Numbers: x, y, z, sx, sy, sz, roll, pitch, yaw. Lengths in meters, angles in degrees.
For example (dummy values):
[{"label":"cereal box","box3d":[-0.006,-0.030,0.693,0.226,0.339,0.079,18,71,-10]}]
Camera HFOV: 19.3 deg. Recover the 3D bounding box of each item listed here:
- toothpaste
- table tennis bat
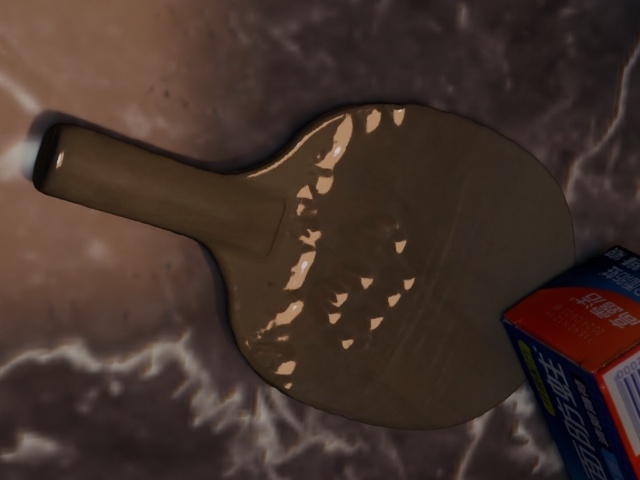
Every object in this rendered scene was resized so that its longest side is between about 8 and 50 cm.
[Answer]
[{"label":"toothpaste","box3d":[0.174,0.155,0.809,0.066,0.076,0.320,-30,115,-13]},{"label":"table tennis bat","box3d":[0.000,0.000,0.736,0.234,0.022,0.131,19,98,-27]}]
